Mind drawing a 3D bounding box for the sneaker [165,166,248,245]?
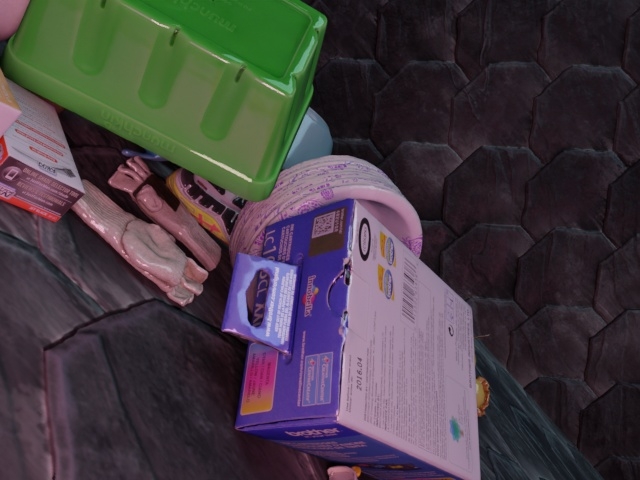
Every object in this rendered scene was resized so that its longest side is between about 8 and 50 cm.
[{"bbox_3d":[-0.168,-0.047,0.955,0.094,0.081,0.208,0,-43,45],"label":"sneaker"}]

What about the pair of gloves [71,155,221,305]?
[{"bbox_3d":[-0.218,-0.021,0.791,0.204,0.042,0.240,46,13,-10],"label":"pair of gloves"}]

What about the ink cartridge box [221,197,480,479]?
[{"bbox_3d":[0.051,0.135,0.743,0.395,0.151,0.269,40,45,-42],"label":"ink cartridge box"}]

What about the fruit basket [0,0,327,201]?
[{"bbox_3d":[-0.203,-0.220,0.824,0.392,0.392,0.282,42,49,-29],"label":"fruit basket"}]

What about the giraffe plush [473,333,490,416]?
[{"bbox_3d":[0.313,0.319,1.342,0.182,0.210,0.170,0,72,-42],"label":"giraffe plush"}]

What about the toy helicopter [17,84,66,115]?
[{"bbox_3d":[-0.404,-0.301,0.909,0.235,0.140,0.354,49,19,-47],"label":"toy helicopter"}]

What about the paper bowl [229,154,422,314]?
[{"bbox_3d":[0.000,0.000,0.909,0.284,0.284,0.148,37,16,-43],"label":"paper bowl"}]

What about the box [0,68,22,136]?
[{"bbox_3d":[-0.380,-0.155,0.516,0.130,0.091,0.170,54,13,26],"label":"box"}]

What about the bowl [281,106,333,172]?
[{"bbox_3d":[-0.094,-0.232,1.353,0.312,0.163,0.311,33,-5,3],"label":"bowl"}]

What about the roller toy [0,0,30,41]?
[{"bbox_3d":[-0.418,-0.352,0.721,0.146,0.191,0.209,17,45,-46],"label":"roller toy"}]

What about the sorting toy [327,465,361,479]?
[{"bbox_3d":[0.039,0.312,0.679,0.083,0.045,0.075,-76,143,-76],"label":"sorting toy"}]

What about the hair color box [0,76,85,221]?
[{"bbox_3d":[-0.328,-0.106,0.643,0.093,0.053,0.167,35,17,-53],"label":"hair color box"}]

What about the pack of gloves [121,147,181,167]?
[{"bbox_3d":[-0.281,-0.146,0.990,0.232,0.046,0.195,34,2,-45],"label":"pack of gloves"}]
